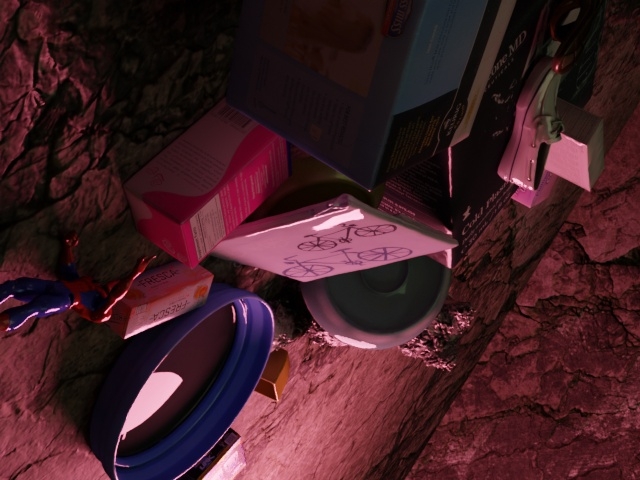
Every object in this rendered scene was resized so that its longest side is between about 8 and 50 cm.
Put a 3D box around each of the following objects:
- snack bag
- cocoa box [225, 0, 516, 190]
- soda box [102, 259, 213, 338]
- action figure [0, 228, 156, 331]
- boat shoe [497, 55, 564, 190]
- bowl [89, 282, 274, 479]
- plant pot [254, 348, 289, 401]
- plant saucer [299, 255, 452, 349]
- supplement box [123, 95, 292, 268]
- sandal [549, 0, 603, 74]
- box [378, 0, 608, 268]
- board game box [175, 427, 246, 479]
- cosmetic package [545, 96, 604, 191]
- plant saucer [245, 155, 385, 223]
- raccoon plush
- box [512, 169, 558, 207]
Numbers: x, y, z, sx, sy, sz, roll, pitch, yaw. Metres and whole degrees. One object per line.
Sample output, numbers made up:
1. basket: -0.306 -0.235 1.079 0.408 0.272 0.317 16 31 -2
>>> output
1. snack bag: 0.000 0.000 1.567 0.342 0.323 0.037 17 64 -53
2. cocoa box: 0.070 -0.276 1.096 0.228 0.231 0.347 -31 146 -45
3. soda box: -0.243 0.082 1.465 0.183 0.063 0.058 -21 138 -53
4. action figure: -0.320 0.042 1.227 0.139 0.091 0.280 -54 158 14
5. boat shoe: 0.350 -0.181 1.560 0.083 0.076 0.226 -36 148 -39
6. bowl: -0.231 0.243 1.671 0.391 0.077 0.391 -44 154 -29
7. plant pot: -0.102 0.250 1.934 0.083 0.082 0.081 -58 159 -29
8. plant saucer: 0.115 0.051 1.869 0.317 0.317 0.044 -53 -164 -10
9. supplement box: -0.152 -0.086 1.378 0.220 0.111 0.114 -44 154 -27
10. sandal: 0.376 -0.335 1.467 0.090 0.060 0.219 79 33 -62
11. box: 0.241 -0.298 1.671 0.480 0.297 0.471 -49 153 -21
12. board game box: -0.225 0.473 2.000 0.170 0.048 0.141 -46 156 -27
13. cosmetic package: 0.440 -0.167 1.726 0.060 0.099 0.239 -56 158 -4
14. plant saucer: -0.007 -0.053 1.616 0.241 0.037 0.241 -10 147 -6
15. raccoon plush: 0.094 0.192 1.963 0.446 0.299 0.216 -38 150 -38
16. box: 0.412 -0.228 2.145 0.117 0.243 0.213 -24 139 -52
